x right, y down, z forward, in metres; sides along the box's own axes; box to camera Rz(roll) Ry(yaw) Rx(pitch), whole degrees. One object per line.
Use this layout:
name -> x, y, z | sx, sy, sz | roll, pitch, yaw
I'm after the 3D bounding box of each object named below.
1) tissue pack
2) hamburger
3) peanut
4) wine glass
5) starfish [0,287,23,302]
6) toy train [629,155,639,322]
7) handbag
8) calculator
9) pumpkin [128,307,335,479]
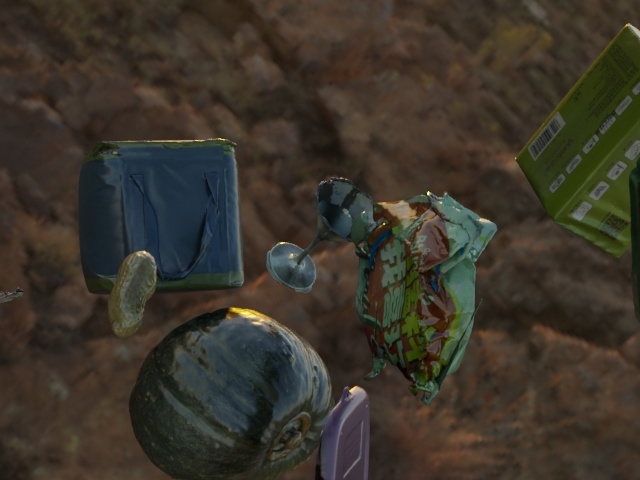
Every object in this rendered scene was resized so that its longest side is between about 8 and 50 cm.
tissue pack -> 0.458, -0.151, 2.123 | 0.167, 0.275, 0.200 | 28, 24, -29
hamburger -> 0.142, 0.064, 1.824 | 0.150, 0.261, 0.276 | -2, 6, -21
peanut -> -0.233, 0.067, 1.744 | 0.054, 0.054, 0.113 | 28, 68, -31
wine glass -> 0.000, 0.000, 2.189 | 0.122, 0.183, 0.122 | 19, 49, -23
starfish -> -0.392, 0.083, 1.559 | 0.133, 0.130, 0.041 | 57, 3, 36
toy train -> 0.351, 0.029, 1.173 | 0.178, 0.138, 0.330 | 63, -2, 30
handbag -> -0.256, -0.035, 2.258 | 0.263, 0.222, 0.241 | -1, 88, -17
calculator -> 0.026, 0.335, 1.886 | 0.043, 0.294, 0.194 | 11, 16, 18
pumpkin -> -0.132, 0.248, 2.133 | 0.257, 0.291, 0.328 | 41, -10, 28
